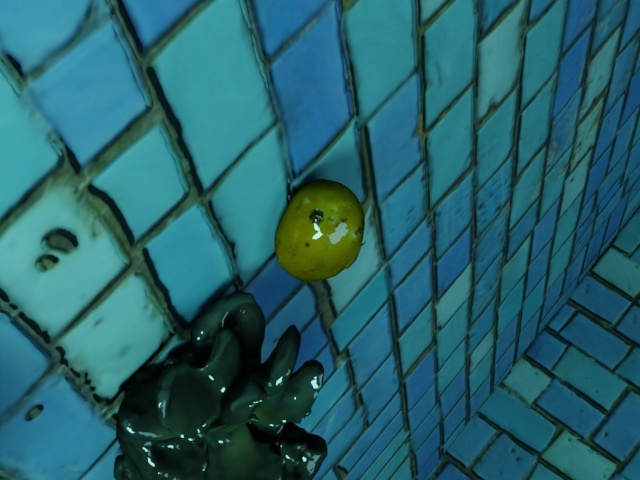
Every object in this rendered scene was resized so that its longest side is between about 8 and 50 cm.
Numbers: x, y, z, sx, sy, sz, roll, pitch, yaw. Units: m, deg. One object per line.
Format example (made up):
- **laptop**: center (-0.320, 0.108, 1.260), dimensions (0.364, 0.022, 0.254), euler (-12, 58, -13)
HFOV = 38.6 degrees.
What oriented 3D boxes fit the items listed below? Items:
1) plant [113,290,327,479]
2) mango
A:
- **plant**: center (-0.099, 0.210, 0.940), dimensions (0.199, 0.188, 0.276), euler (-30, 146, -45)
- **mango**: center (0.003, 0.002, 0.992), dimensions (0.105, 0.084, 0.159), euler (-42, 153, -15)
